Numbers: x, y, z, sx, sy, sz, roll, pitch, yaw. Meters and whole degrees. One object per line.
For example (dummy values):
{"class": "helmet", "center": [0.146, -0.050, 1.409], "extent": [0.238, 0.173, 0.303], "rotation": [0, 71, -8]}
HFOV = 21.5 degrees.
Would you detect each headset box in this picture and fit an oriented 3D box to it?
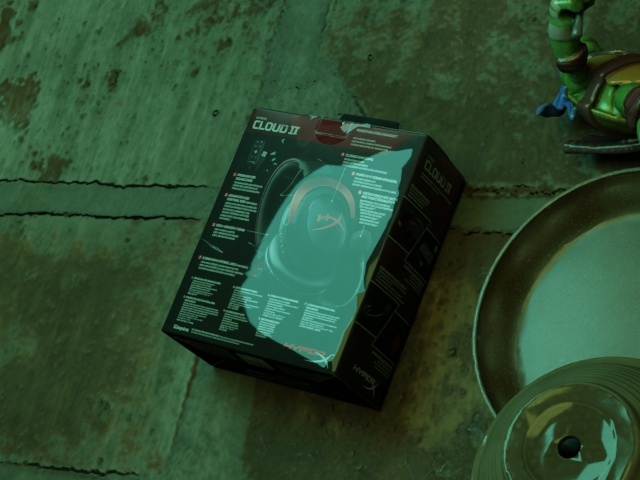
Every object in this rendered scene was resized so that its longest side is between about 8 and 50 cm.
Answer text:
{"class": "headset box", "center": [0.000, 0.000, 1.716], "extent": [0.218, 0.110, 0.293], "rotation": [11, 72, 32]}

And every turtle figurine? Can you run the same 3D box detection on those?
{"class": "turtle figurine", "center": [0.320, -0.183, 1.559], "extent": [0.275, 0.198, 0.266], "rotation": [-45, 36, 8]}

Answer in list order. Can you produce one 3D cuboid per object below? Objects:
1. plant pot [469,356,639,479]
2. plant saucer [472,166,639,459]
{"class": "plant pot", "center": [0.228, 0.194, 1.426], "extent": [0.237, 0.110, 0.237], "rotation": [-13, 56, 20]}
{"class": "plant saucer", "center": [0.292, 0.080, 1.554], "extent": [0.311, 0.050, 0.310], "rotation": [-12, 61, 22]}
